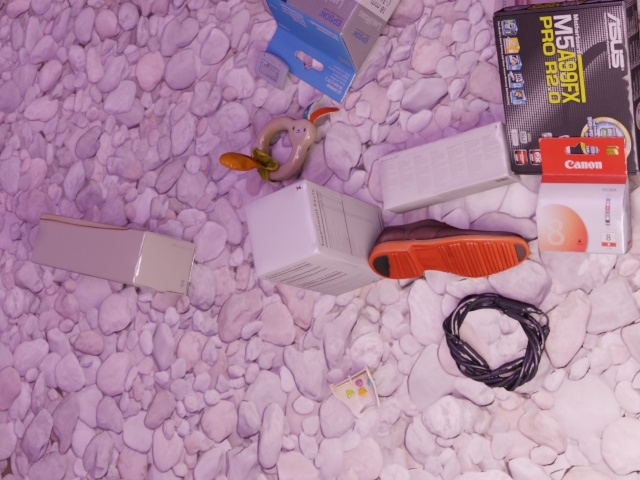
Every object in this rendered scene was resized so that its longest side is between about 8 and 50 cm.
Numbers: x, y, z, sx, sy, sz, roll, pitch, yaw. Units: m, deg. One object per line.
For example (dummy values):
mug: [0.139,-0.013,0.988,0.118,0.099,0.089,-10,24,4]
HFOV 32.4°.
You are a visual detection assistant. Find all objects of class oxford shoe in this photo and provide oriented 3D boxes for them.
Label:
oxford shoe: [0.217,0.000,1.853,0.271,0.097,0.098,-2,45,20]

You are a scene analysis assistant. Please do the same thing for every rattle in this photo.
rattle: [-0.079,-0.208,2.077,0.199,0.142,0.130,-38,43,30]

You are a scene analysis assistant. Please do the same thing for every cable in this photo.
cable: [0.283,0.164,1.808,0.184,0.047,0.151,13,93,33]

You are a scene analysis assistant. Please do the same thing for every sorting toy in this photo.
sorting toy: [0.071,0.268,1.931,0.083,0.045,0.075,-32,71,25]

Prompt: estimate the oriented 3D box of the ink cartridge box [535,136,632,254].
ink cartridge box: [0.408,-0.069,1.720,0.145,0.045,0.179,3,112,35]

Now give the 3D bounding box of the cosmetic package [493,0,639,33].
cosmetic package: [0.440,-0.413,1.761,0.296,0.129,0.153,1,82,35]

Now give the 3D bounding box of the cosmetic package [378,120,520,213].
cosmetic package: [0.219,-0.122,1.895,0.239,0.060,0.099,-14,74,31]

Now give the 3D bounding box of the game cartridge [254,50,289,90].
game cartridge: [-0.095,-0.338,2.174,0.083,0.017,0.056,39,128,34]

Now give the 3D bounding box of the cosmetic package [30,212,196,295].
cosmetic package: [-0.424,0.027,2.249,0.309,0.160,0.113,8,85,34]

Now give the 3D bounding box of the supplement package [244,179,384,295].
supplement package: [0.000,0.000,1.908,0.133,0.244,0.139,-22,68,29]

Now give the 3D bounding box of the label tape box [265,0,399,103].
label tape box: [0.016,-0.464,2.080,0.240,0.106,0.334,36,101,35]

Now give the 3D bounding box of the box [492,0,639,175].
box: [0.392,-0.237,1.723,0.216,0.060,0.270,4,113,35]
